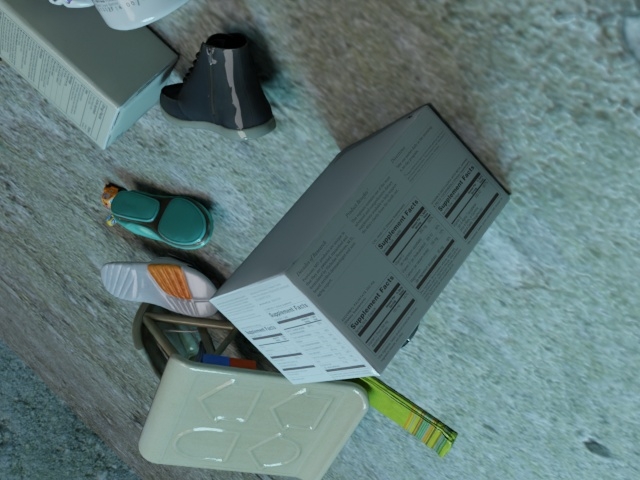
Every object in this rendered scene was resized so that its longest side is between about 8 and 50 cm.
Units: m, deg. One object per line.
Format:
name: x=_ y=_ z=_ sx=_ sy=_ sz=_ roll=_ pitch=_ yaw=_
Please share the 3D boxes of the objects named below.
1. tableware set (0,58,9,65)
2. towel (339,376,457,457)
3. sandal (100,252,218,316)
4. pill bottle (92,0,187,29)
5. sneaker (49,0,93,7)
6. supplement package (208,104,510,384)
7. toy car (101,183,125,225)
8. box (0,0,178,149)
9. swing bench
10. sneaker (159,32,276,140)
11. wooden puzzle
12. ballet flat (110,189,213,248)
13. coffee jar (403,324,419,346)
tableware set: x=-0.519 y=-0.316 z=1.527 sx=0.194 sy=0.039 sz=0.128 roll=15 pitch=144 yaw=40
towel: x=0.122 y=0.288 z=1.631 sx=0.237 sy=0.021 sz=0.102 roll=33 pitch=151 yaw=15
sandal: x=-0.287 y=0.067 z=1.763 sx=0.265 sy=0.076 sz=0.102 roll=9 pitch=119 yaw=28
pill bottle: x=-0.224 y=-0.349 z=0.996 sx=0.131 sy=0.131 sz=0.229 roll=12 pitch=142 yaw=44
sneaker: x=-0.348 y=-0.384 z=1.157 sx=0.236 sy=0.095 sz=0.104 roll=41 pitch=146 yaw=2
supplement package: x=0.040 y=0.010 z=1.051 sx=0.145 sy=0.262 sz=0.204 roll=47 pitch=153 yaw=-12
toy car: x=-0.369 y=-0.053 z=1.729 sx=0.060 sy=0.040 sz=0.122 roll=31 pitch=151 yaw=18
box: x=-0.354 y=-0.284 z=1.271 sx=0.311 sy=0.121 sz=0.148 roll=43 pitch=153 yaw=-5
swing bench: x=-0.236 y=0.252 z=1.881 sx=0.255 sy=0.165 sz=0.253 roll=21 pitch=149 yaw=32
sneaker: x=-0.137 y=-0.203 z=1.186 sx=0.222 sy=0.083 sz=0.118 roll=20 pitch=128 yaw=48
wooden puzzle: x=-0.125 y=0.309 z=1.694 sx=0.348 sy=0.080 sz=0.322 roll=13 pitch=135 yaw=-13
ballet flat: x=-0.243 y=-0.031 z=1.578 sx=0.247 sy=0.083 sz=0.087 roll=16 pitch=169 yaw=39
coffee jar: x=0.049 y=0.098 z=1.375 sx=0.184 sy=0.079 sz=0.096 roll=3 pitch=138 yaw=49
